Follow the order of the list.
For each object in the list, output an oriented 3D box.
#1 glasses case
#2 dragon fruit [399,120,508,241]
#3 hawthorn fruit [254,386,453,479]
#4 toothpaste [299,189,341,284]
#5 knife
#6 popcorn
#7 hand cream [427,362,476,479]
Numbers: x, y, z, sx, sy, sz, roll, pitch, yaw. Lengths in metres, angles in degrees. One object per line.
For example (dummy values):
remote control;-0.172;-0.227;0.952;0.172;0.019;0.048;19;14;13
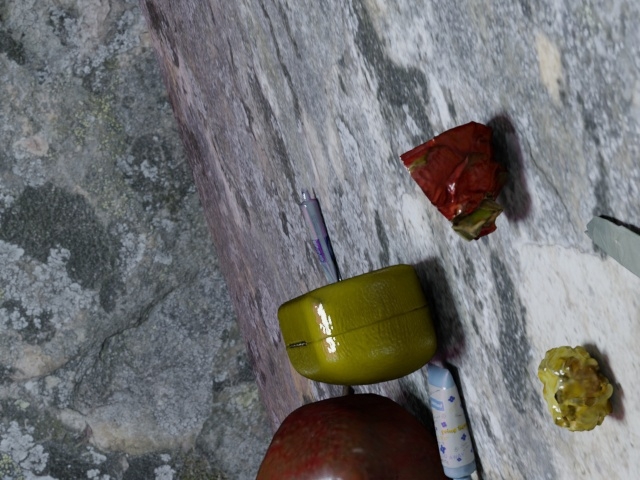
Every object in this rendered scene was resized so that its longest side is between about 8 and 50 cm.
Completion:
glasses case;0.052;0.120;1.716;0.371;0.173;0.141;148;105;-80
dragon fruit;0.149;-0.058;1.279;0.106;0.083;0.162;61;-168;7
hawthorn fruit;0.038;0.364;1.867;0.325;0.308;0.308;22;131;57
toothpaste;0.000;0.000;2.119;0.045;0.028;0.170;10;120;68
knife;0.267;0.024;1.007;0.047;0.017;0.298;69;169;-20
popcorn;0.235;0.135;1.217;0.083;0.057;0.082;80;172;-46
hand cream;0.170;0.242;1.695;0.065;0.043;0.170;-170;67;-70
